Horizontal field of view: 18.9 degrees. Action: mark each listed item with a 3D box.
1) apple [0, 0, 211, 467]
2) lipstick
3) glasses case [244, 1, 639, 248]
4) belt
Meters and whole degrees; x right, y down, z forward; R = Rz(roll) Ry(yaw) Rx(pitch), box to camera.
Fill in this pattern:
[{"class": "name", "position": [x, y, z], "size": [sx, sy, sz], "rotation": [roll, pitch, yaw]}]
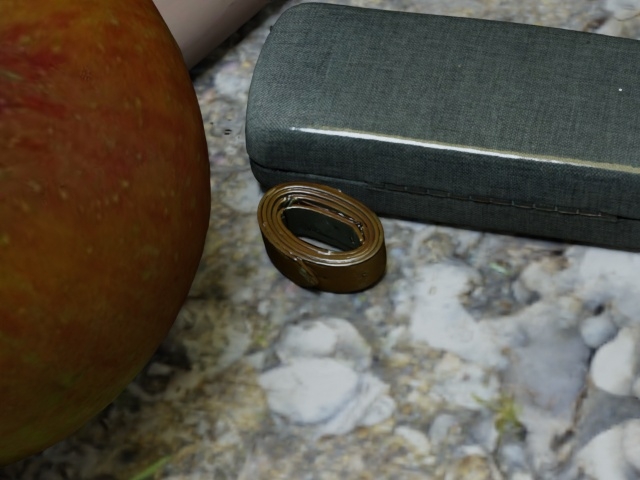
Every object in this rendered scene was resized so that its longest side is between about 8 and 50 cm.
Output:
[{"class": "apple", "position": [-0.231, -0.040, 1.018], "size": [0.340, 0.339, 0.339], "rotation": [-2, 50, 2]}, {"class": "lipstick", "position": [-0.115, -0.133, 1.264], "size": [0.070, 0.070, 0.254], "rotation": [31, 58, 26]}, {"class": "glasses case", "position": [0.117, -0.072, 1.197], "size": [0.323, 0.074, 0.131], "rotation": [8, 52, 10]}, {"class": "belt", "position": [0.000, 0.000, 1.171], "size": [0.083, 0.036, 0.059], "rotation": [24, 62, 22]}]
